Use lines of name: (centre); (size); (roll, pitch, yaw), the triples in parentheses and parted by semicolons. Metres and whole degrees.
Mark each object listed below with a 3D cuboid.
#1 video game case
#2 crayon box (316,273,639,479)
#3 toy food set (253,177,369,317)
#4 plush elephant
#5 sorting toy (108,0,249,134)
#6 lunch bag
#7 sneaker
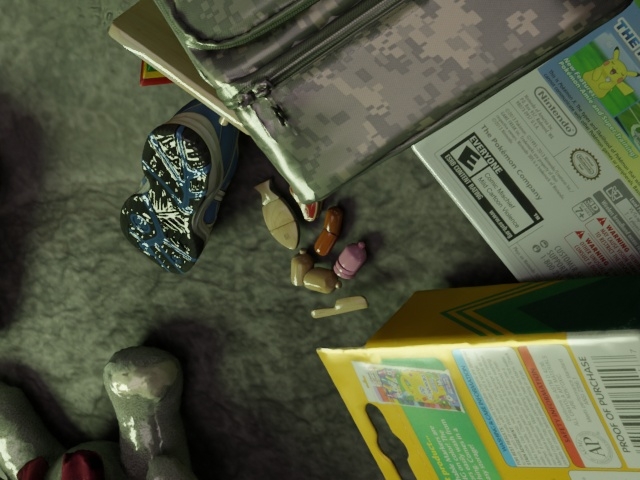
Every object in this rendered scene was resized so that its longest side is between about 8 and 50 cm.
video game case: (0.268, -0.022, 1.358); (0.300, 0.036, 0.329); (-35, 97, 39)
crayon box: (0.171, 0.135, 1.438); (0.323, 0.083, 0.203); (-6, 119, 45)
toy food set: (0.000, 0.000, 1.532); (0.078, 0.019, 0.122); (-13, 103, 34)
plush elephant: (-0.240, 0.294, 1.685); (0.272, 0.255, 0.330); (-6, 114, 32)
sorting toy: (-0.085, -0.142, 1.419); (0.274, 0.132, 0.046); (36, 131, 6)
lunch bag: (0.035, -0.207, 1.238); (0.305, 0.212, 0.256); (-31, 100, 27)
sneaker: (-0.105, -0.045, 1.529); (0.080, 0.081, 0.211); (37, 146, 3)
